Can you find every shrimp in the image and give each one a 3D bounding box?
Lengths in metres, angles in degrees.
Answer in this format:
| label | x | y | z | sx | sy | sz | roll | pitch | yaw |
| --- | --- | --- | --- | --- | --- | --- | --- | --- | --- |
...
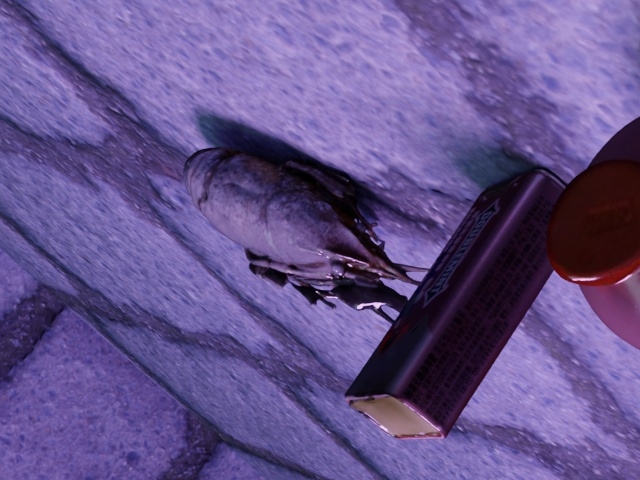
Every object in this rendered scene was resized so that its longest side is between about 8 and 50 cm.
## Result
| label | x | y | z | sx | sy | sz | roll | pitch | yaw |
| --- | --- | --- | --- | --- | --- | --- | --- | --- | --- |
| shrimp | -0.005 | 0.002 | 1.389 | 0.343 | 0.116 | 0.145 | 32 | 164 | 33 |

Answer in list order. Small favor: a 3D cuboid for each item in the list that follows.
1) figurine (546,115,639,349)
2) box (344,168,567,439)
| label | x | y | z | sx | sy | sz | roll | pitch | yaw |
| --- | --- | --- | --- | --- | --- | --- | --- | --- | --- |
| figurine | 0.237 | -0.002 | 0.862 | 0.173 | 0.173 | 0.173 | 31 | 162 | 11 |
| box | 0.116 | 0.052 | 1.119 | 0.069 | 0.224 | 0.120 | 39 | 161 | -10 |
